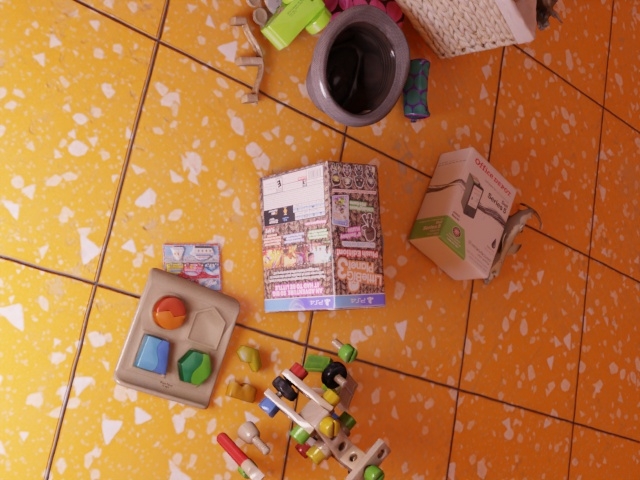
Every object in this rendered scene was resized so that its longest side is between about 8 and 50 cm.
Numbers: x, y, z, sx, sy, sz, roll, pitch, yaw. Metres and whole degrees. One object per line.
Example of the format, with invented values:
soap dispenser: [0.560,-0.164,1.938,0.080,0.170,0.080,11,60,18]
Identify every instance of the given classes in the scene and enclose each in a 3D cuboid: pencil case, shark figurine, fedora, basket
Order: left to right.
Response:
fedora: [0.066,-0.384,1.857,0.243,0.124,0.276,34,73,-30]
pencil case: [0.101,-0.546,1.930,0.209,0.095,0.098,-10,126,-41]
pencil case: [0.241,-0.374,2.038,0.070,0.064,0.152,5,82,-22]
basket: [0.350,-0.664,1.970,0.331,0.266,0.328,35,55,-49]
shark figurine: [0.488,-0.035,2.180,0.278,0.116,0.166,-49,148,-24]

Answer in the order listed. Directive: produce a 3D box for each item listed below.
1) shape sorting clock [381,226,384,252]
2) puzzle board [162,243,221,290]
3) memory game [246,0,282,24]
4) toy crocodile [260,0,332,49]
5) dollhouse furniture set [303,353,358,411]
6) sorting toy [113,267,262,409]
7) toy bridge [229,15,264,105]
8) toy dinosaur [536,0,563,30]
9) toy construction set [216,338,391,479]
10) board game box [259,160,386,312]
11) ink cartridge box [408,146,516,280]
shape sorting clock: [0.081,-0.010,1.866,0.206,0.040,0.206,15,68,-42]
puzzle board: [-0.252,0.054,1.621,0.128,0.011,0.096,0,85,-39]
memory game: [-0.091,-0.538,1.808,0.186,0.012,0.186,-4,96,-41]
toy crocodile: [-0.005,-0.562,1.789,0.115,0.105,0.341,38,87,-28]
dollhouse furniture set: [0.021,0.310,1.803,0.152,0.058,0.076,56,45,-43]
sorting toy: [-0.229,0.206,1.594,0.307,0.041,0.229,25,73,-34]
toy bridge: [-0.150,-0.380,1.747,0.063,0.026,0.188,-9,91,-40]
toy dinosaur: [0.574,-0.742,2.290,0.121,0.160,0.314,-36,108,-36]
toy construction set: [-0.010,0.397,1.595,0.308,0.237,0.258,-22,128,-30]
board game box: [0.000,0.000,1.690,0.141,0.232,0.291,1,85,-39]
ink cartridge box: [0.361,-0.066,2.064,0.198,0.114,0.273,38,63,-29]
